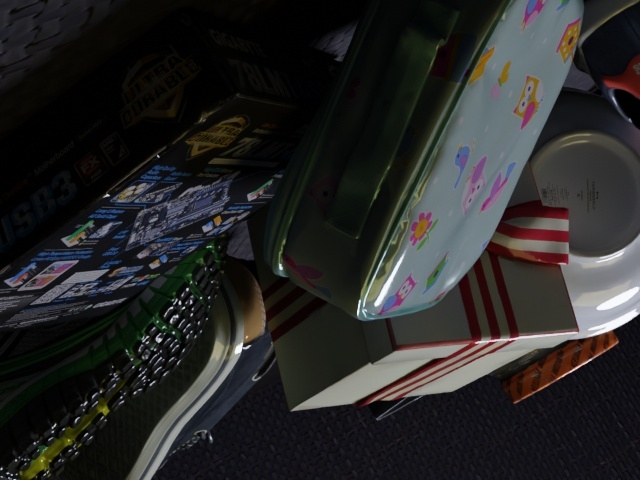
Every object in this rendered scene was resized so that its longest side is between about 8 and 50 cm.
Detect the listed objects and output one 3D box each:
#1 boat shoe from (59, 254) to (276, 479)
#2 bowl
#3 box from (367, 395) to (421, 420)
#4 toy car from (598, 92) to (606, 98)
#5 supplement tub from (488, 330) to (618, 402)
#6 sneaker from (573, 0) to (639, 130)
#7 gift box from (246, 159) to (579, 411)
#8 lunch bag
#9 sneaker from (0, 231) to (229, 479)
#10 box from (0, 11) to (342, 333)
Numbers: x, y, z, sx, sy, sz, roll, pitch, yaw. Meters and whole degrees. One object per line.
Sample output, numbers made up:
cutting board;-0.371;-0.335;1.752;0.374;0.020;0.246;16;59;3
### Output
boat shoe;-0.187;0.171;1.573;0.156;0.186;0.500;-14;157;-42
bowl;0.279;-0.042;1.475;0.298;0.298;0.134;-29;175;-9
box;0.090;0.102;1.852;0.163;0.247;0.142;-31;173;3
toy car;0.429;-0.165;1.895;0.182;0.159;0.136;-35;-154;26
supplement tub;0.222;0.029;1.656;0.194;0.316;0.193;-29;172;-5
sneaker;0.355;-0.183;1.448;0.131;0.148;0.350;-33;171;18
gift box;0.080;0.009;1.350;0.255;0.276;0.258;-8;164;-33
lunch bag;0.074;-0.085;0.932;0.224;0.108;0.279;-6;122;-64
sneaker;-0.213;0.075;1.181;0.343;0.146;0.134;-41;161;-30
box;-0.128;-0.036;0.954;0.293;0.073;0.295;-36;171;18
